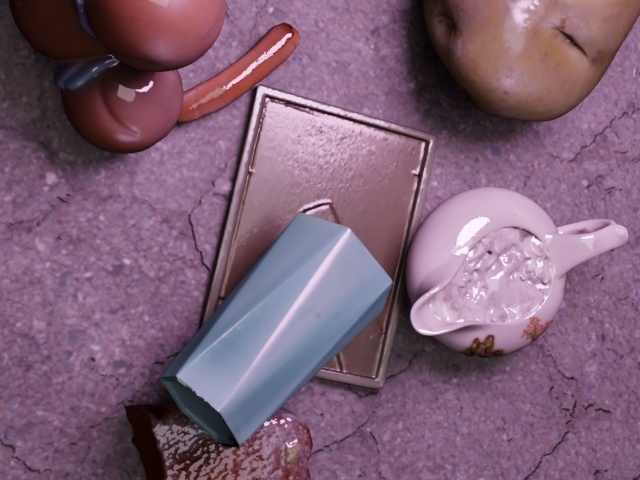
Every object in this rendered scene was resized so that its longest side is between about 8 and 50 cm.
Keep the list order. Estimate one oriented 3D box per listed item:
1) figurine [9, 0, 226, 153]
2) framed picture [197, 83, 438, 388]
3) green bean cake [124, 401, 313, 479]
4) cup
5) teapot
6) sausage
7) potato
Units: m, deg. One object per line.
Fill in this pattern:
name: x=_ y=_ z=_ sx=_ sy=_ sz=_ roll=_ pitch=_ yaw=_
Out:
figurine: x=-0.296 y=-0.264 z=0.854 sx=0.388 sy=0.276 sz=0.248 roll=13 pitch=63 yaw=-19
framed picture: x=0.000 y=0.000 z=1.057 sx=0.241 sy=0.020 sz=0.324 roll=13 pitch=88 yaw=-17
green bean cake: x=-0.114 y=0.293 z=0.987 sx=0.199 sy=0.097 sz=0.232 roll=0 pitch=91 yaw=-18
cup: x=-0.048 y=0.101 z=0.940 sx=0.148 sy=0.134 sz=0.235 roll=47 pitch=65 yaw=-10
teapot: x=0.213 y=0.033 z=1.060 sx=0.298 sy=0.139 sz=0.204 roll=-27 pitch=98 yaw=-17
sausage: x=-0.096 y=-0.189 z=1.014 sx=0.177 sy=0.040 sz=0.047 roll=-39 pitch=82 yaw=-12
potato: x=0.252 y=-0.298 z=1.026 sx=0.243 sy=0.221 sz=0.326 roll=25 pitch=94 yaw=-6
